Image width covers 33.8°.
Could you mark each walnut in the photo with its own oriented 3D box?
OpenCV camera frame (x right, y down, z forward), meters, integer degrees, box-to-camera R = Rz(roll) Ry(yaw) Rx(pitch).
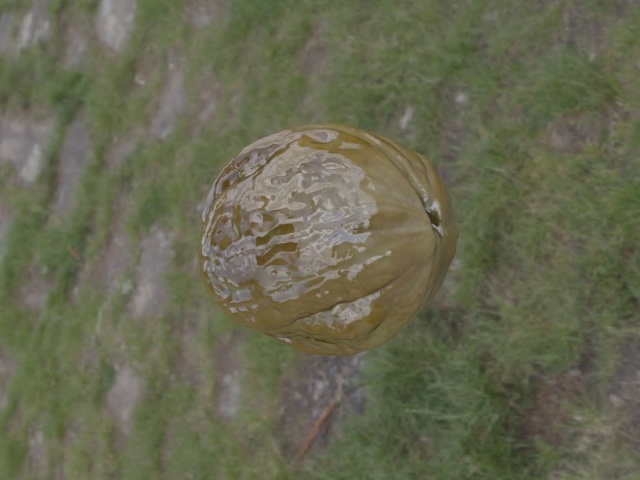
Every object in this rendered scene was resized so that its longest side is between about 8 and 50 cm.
[{"bbox_3d":[0.000,0.000,0.474,0.124,0.105,0.105,-18,66,31],"label":"walnut"}]
